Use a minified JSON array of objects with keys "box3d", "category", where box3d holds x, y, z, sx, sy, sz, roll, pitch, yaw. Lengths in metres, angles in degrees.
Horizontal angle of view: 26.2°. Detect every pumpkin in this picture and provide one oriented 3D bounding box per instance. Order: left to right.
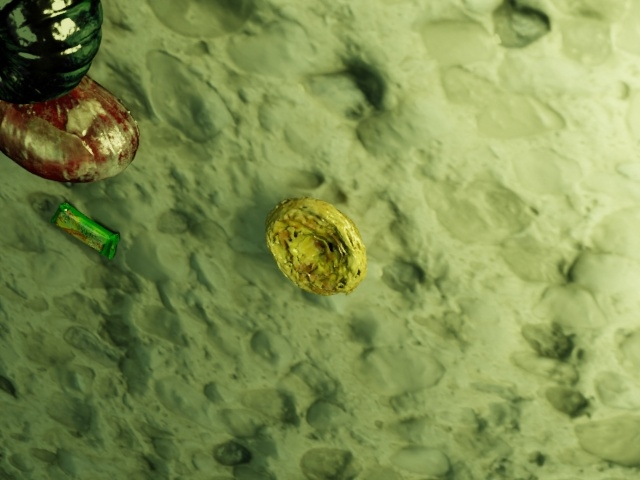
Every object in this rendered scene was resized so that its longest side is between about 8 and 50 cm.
[{"box3d":[-0.313,-0.232,1.404,0.194,0.150,0.194,2,96,19],"category":"pumpkin"}]

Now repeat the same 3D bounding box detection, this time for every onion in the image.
[{"box3d":[-0.307,-0.121,1.528,0.206,0.098,0.151,23,135,13],"category":"onion"}]

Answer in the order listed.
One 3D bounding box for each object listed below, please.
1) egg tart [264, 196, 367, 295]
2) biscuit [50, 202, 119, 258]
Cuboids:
[{"box3d":[0.000,0.000,1.478,0.129,0.049,0.128,20,133,23],"category":"egg tart"},{"box3d":[-0.286,-0.013,1.671,0.089,0.016,0.046,33,138,2],"category":"biscuit"}]
